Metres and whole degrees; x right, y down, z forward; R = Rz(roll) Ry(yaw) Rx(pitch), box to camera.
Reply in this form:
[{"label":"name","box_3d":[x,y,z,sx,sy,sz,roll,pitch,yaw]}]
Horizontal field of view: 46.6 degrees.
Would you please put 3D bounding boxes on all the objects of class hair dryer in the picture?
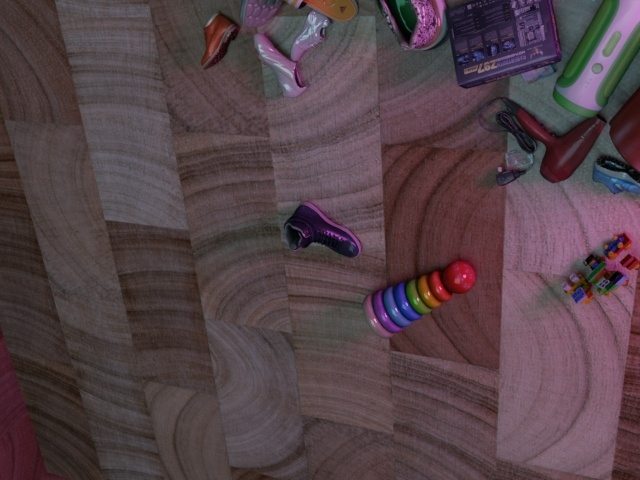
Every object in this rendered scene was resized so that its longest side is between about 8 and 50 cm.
[{"label":"hair dryer","box_3d":[0.530,-0.241,1.770,0.293,0.080,0.224,-8,112,28]}]

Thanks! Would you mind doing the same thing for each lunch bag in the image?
[{"label":"lunch bag","box_3d":[0.496,-0.406,1.714,0.071,0.053,0.083,-19,132,32]}]

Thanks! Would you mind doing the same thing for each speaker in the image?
[{"label":"speaker","box_3d":[0.622,-0.418,1.601,0.131,0.131,0.297,29,125,9]}]

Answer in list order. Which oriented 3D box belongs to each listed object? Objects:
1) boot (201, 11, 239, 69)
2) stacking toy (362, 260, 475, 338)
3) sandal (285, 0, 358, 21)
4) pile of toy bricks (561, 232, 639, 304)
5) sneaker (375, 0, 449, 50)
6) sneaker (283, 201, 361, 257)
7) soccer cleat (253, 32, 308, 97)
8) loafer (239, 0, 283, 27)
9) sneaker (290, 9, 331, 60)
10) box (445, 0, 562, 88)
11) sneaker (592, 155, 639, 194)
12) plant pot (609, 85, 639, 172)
[{"label":"boot","box_3d":[-0.292,-0.542,2.020,0.084,0.059,0.158,41,117,4]},{"label":"stacking toy","box_3d":[0.283,0.150,2.082,0.330,0.141,0.141,-31,100,28]},{"label":"sandal","box_3d":[-0.024,-0.599,1.788,0.265,0.076,0.102,22,127,-18]},{"label":"pile of toy bricks","box_3d":[0.722,0.094,1.857,0.105,0.118,0.212,24,121,-27]},{"label":"sneaker","box_3d":[0.160,-0.610,1.685,0.158,0.182,0.410,-23,104,33]},{"label":"sneaker","box_3d":[-0.001,0.001,2.107,0.226,0.163,0.086,36,124,2]},{"label":"soccer cleat","box_3d":[-0.105,-0.470,1.965,0.076,0.068,0.196,-22,112,28]},{"label":"loafer","box_3d":[-0.130,-0.681,1.846,0.111,0.112,0.319,59,134,32]},{"label":"sneaker","box_3d":[-0.028,-0.517,1.905,0.061,0.054,0.152,36,125,1]},{"label":"box","box_3d":[0.410,-0.463,1.678,0.232,0.059,0.184,-12,83,31]},{"label":"sneaker","box_3d":[0.721,-0.140,1.757,0.162,0.063,0.073,27,142,15]},{"label":"plant pot","box_3d":[0.768,-0.269,1.545,0.272,0.272,0.265,39,133,2]}]
